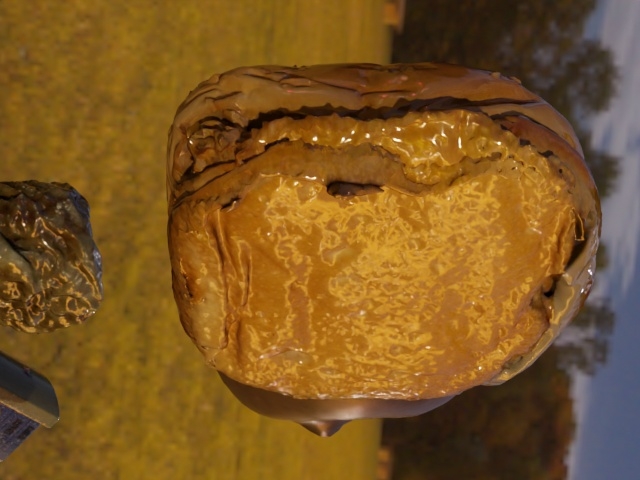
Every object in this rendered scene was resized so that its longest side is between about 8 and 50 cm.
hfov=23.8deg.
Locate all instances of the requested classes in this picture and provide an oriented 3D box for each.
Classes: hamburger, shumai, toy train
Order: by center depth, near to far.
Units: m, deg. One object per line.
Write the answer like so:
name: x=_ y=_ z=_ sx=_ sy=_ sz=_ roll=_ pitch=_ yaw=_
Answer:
hamburger: x=0.041 y=-0.011 z=1.021 sx=0.318 sy=0.319 sz=0.158 roll=89 pitch=-2 yaw=-55
shumai: x=-0.393 y=0.019 z=1.788 sx=0.218 sy=0.256 sz=0.189 roll=0 pitch=84 yaw=-41
toy train: x=-0.512 y=0.211 z=2.041 sx=0.300 sy=0.202 sz=0.131 roll=39 pitch=9 yaw=-47

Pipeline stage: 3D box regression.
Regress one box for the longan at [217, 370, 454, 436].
longan: x=0.026 y=0.047 z=1.441 sx=0.297 sy=0.297 sz=0.297 roll=5 pitch=90 yaw=-86
